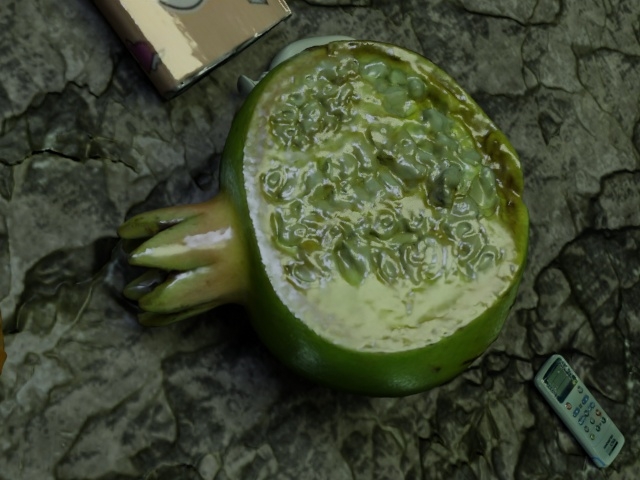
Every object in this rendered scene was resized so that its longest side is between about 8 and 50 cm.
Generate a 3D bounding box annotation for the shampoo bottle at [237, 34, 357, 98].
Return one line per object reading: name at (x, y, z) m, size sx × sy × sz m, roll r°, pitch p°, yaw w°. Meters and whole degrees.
shampoo bottle at (-0.020, -0.161, 1.451) m, size 0.152 × 0.045 × 0.077 m, roll -12°, pitch 79°, yaw -38°

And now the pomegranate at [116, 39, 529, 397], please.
pomegranate at (0.000, 0.000, 1.309) m, size 0.359 × 0.216 × 0.309 m, roll -14°, pitch 79°, yaw -8°

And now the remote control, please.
remote control at (0.268, 0.177, 1.536) m, size 0.124 × 0.018 × 0.053 m, roll 53°, pitch 50°, yaw -6°

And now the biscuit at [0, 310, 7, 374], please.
biscuit at (-0.387, 0.056, 1.075) m, size 0.334 × 0.081 × 0.289 m, roll -10°, pitch 79°, yaw -39°

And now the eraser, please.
eraser at (-0.172, -0.284, 1.364) m, size 0.290 × 0.087 × 0.171 m, roll 54°, pitch 49°, yaw -6°
